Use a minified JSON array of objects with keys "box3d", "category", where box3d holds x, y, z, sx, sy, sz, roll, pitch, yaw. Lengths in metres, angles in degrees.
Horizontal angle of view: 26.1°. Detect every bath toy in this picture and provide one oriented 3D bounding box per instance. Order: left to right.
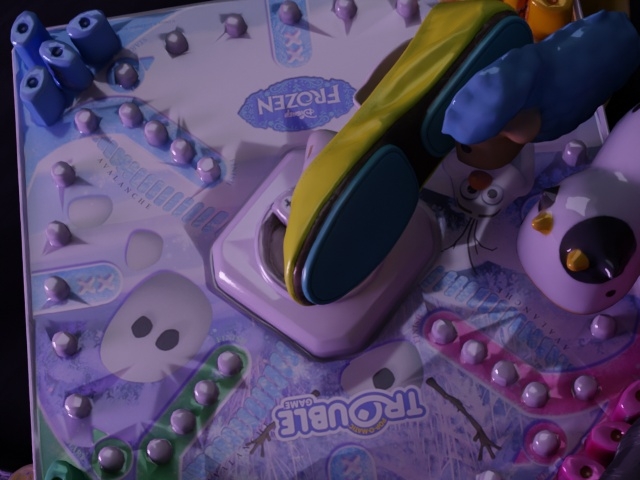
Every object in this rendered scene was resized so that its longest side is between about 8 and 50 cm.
[{"box3d":[0.222,0.027,0.745,0.348,0.129,0.151,46,111,18],"category":"bath toy"}]

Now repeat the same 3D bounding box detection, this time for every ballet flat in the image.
[{"box3d":[0.037,-0.059,0.830,0.077,0.077,0.231,26,70,37],"category":"ballet flat"}]

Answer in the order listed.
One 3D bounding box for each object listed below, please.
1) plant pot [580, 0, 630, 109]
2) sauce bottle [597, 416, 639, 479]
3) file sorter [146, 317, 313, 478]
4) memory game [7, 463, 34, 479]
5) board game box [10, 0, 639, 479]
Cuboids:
[{"box3d":[0.079,-0.182,1.118,0.254,0.254,0.239,-34,22,-13],"category":"plant pot"},{"box3d":[0.100,0.206,0.641,0.111,0.111,0.344,13,38,39],"category":"sauce bottle"},{"box3d":[-0.061,0.080,0.936,0.170,0.104,0.118,-39,61,-10],"category":"file sorter"},{"box3d":[-0.217,0.225,0.952,0.186,0.012,0.186,-15,38,12],"category":"memory game"},{"box3d":[0.000,0.000,0.870,0.389,0.050,0.390,-9,68,2],"category":"board game box"}]
